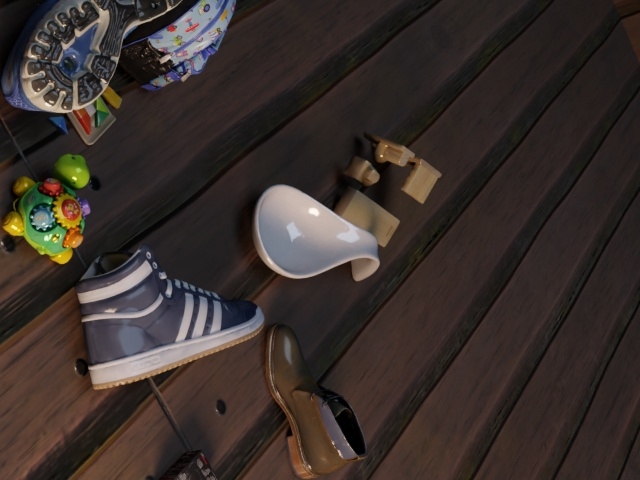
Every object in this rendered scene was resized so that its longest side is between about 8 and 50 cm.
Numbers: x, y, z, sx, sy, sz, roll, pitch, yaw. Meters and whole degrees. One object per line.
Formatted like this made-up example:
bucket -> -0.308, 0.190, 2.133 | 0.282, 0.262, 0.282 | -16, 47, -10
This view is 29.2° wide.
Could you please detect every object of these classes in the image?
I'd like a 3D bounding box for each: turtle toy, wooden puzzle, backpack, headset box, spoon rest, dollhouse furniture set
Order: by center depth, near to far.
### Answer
turtle toy -> -0.303, -0.041, 1.415 | 0.095, 0.066, 0.130 | 37, 49, -39
headset box -> -0.162, 0.304, 1.490 | 0.083, 0.032, 0.062 | -44, 111, -50
wooden puzzle -> -0.290, -0.165, 1.530 | 0.078, 0.014, 0.116 | 51, 41, -27
backpack -> -0.177, -0.289, 1.595 | 0.117, 0.173, 0.158 | 46, 43, -32
spoon rest -> 0.000, 0.000, 1.790 | 0.276, 0.084, 0.137 | 17, 62, -50
dollhouse furniture set -> 0.078, -0.090, 1.979 | 0.144, 0.123, 0.151 | 33, 86, -42

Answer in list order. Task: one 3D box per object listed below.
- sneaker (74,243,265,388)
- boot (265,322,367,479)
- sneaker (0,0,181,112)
sneaker -> -0.182, 0.072, 1.504 | 0.282, 0.099, 0.153 | -18, 92, -51
boot -> -0.003, 0.211, 1.678 | 0.082, 0.106, 0.219 | -12, 86, -54
sneaker -> -0.276, -0.281, 1.469 | 0.130, 0.147, 0.330 | 52, 56, -28
